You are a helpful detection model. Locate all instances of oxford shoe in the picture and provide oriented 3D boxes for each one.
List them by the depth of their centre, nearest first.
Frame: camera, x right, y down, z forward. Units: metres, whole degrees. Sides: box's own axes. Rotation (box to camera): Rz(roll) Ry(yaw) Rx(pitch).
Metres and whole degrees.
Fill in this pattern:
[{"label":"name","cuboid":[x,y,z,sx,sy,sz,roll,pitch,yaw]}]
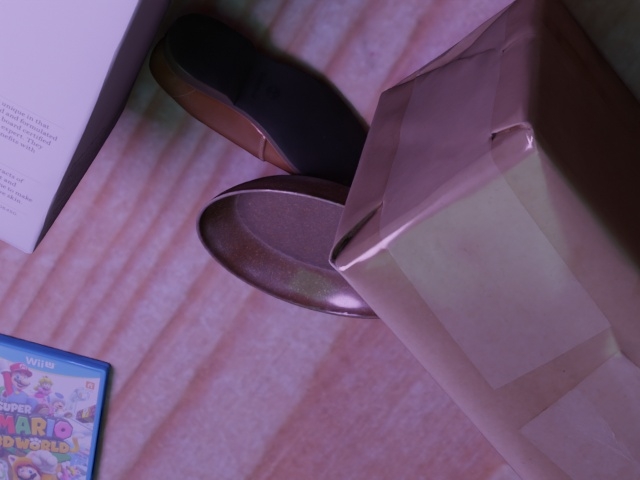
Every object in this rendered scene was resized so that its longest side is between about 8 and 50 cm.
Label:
[{"label":"oxford shoe","cuboid":[-0.043,-0.097,1.460,0.212,0.076,0.076,38,150,-12]}]

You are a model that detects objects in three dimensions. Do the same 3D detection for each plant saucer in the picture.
[{"label":"plant saucer","cuboid":[0.000,0.000,1.470,0.198,0.036,0.198,14,153,7]}]

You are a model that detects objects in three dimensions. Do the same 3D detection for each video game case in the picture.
[{"label":"video game case","cuboid":[-0.259,0.167,1.675,0.119,0.015,0.166,15,120,5]}]

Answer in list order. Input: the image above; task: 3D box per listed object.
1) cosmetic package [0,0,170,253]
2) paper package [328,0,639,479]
[{"label":"cosmetic package","cuboid":[-0.184,-0.188,1.310,0.155,0.197,0.365,28,135,-2]},{"label":"paper package","cuboid":[0.184,0.023,1.321,0.168,0.309,0.325,-35,107,23]}]
